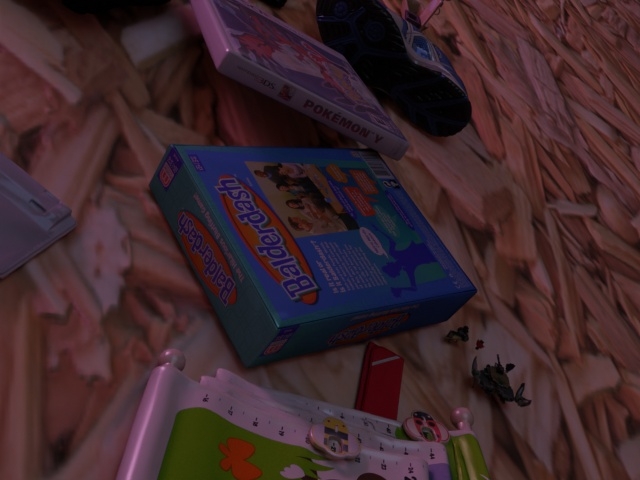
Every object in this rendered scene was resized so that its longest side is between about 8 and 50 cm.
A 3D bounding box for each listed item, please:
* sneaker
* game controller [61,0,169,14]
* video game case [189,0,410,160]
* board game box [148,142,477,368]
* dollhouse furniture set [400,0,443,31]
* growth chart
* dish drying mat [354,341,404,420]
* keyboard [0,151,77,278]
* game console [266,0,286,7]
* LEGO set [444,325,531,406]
[{"bbox_3d":[0.079,-0.200,0.824,0.211,0.080,0.081,44,30,-10],"label":"sneaker"},{"bbox_3d":[-0.260,-0.315,0.654,0.319,0.067,0.166,45,37,6],"label":"game controller"},{"bbox_3d":[-0.026,-0.160,0.676,0.183,0.023,0.201,22,26,-31],"label":"video game case"},{"bbox_3d":[0.000,0.000,0.562,0.210,0.047,0.160,-4,53,-44],"label":"board game box"},{"bbox_3d":[0.119,-0.305,0.951,0.091,0.081,0.114,22,40,-22],"label":"dollhouse furniture set"},{"bbox_3d":[0.004,0.132,0.411,0.237,0.021,0.172,16,26,-18],"label":"growth chart"},{"bbox_3d":[0.041,0.107,0.522,0.032,0.008,0.083,31,37,-12],"label":"dish drying mat"},{"bbox_3d":[-0.265,-0.075,0.450,0.256,0.014,0.072,39,42,0],"label":"keyboard"},{"bbox_3d":[-0.061,-0.332,0.836,0.107,0.071,0.122,31,38,-11],"label":"game console"},{"bbox_3d":[0.130,0.104,0.595,0.054,0.023,0.083,11,32,-36],"label":"LEGO set"}]
